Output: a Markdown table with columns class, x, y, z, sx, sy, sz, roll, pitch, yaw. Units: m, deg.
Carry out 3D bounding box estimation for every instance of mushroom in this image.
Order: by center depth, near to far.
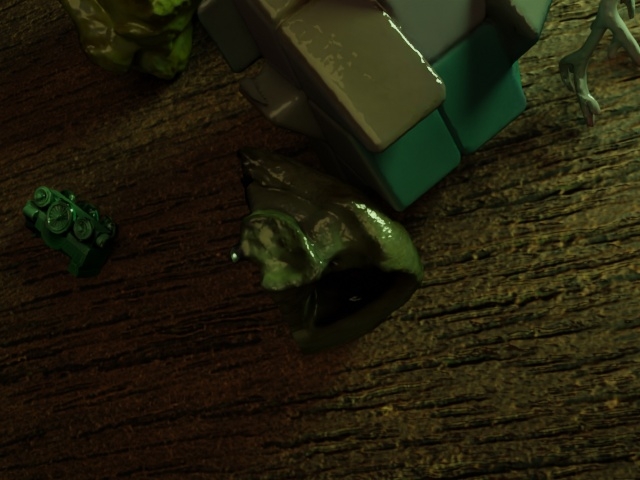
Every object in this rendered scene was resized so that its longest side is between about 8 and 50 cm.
| class | x | y | z | sx | sy | sz | roll | pitch | yaw |
| --- | --- | --- | --- | --- | --- | --- | --- | --- | --- |
| mushroom | -0.001 | -0.005 | 0.543 | 0.211 | 0.292 | 0.218 | -20 | 63 | 8 |

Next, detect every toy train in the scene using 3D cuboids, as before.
| class | x | y | z | sx | sy | sz | roll | pitch | yaw |
| --- | --- | --- | --- | --- | --- | --- | --- | --- | --- |
| toy train | -0.440 | -0.022 | 0.755 | 0.178 | 0.071 | 0.105 | 33 | 100 | 15 |

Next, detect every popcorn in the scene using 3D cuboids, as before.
| class | x | y | z | sx | sy | sz | roll | pitch | yaw |
| --- | --- | --- | --- | --- | --- | --- | --- | --- | --- |
| popcorn | -0.303 | -0.420 | 0.717 | 0.225 | 0.276 | 0.277 | 22 | 86 | -21 |

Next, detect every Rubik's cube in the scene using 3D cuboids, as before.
| class | x | y | z | sx | sy | sz | roll | pitch | yaw |
| --- | --- | --- | --- | --- | --- | --- | --- | --- | --- |
| Rubik's cube | 0.079 | -0.242 | 0.528 | 0.358 | 0.387 | 0.368 | -39 | 56 | 0 |

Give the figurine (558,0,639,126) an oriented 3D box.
| class | x | y | z | sx | sy | sz | roll | pitch | yaw |
| --- | --- | --- | --- | --- | --- | --- | --- | --- | --- |
| figurine | 0.336 | -0.351 | 0.554 | 0.206 | 0.284 | 0.316 | -36 | 48 | 12 |
